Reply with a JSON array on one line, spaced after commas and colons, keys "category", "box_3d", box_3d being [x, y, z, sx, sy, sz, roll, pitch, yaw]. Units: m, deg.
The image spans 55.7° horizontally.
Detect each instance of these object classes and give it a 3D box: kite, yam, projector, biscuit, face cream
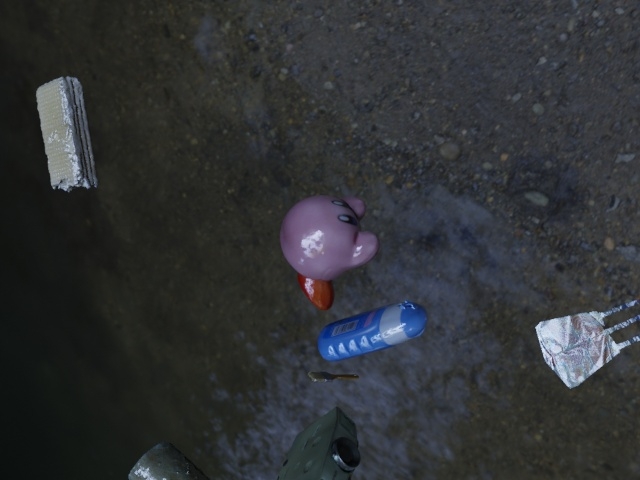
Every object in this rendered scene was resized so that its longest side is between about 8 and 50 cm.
[{"category": "kite", "box_3d": [0.513, 0.172, 1.088, 0.229, 0.016, 0.127, -24, 80, 14]}, {"category": "yam", "box_3d": [-0.158, 0.325, 0.758, 0.169, 0.068, 0.068, 32, 133, 21]}, {"category": "projector", "box_3d": [-0.004, 0.459, 1.189, 0.088, 0.269, 0.193, 42, 119, -8]}, {"category": "biscuit", "box_3d": [-0.542, -0.223, 1.296, 0.108, 0.061, 0.239, -6, 95, 35]}, {"category": "face cream", "box_3d": [0.117, 0.193, 1.311, 0.263, 0.149, 0.083, -24, 98, 41]}]

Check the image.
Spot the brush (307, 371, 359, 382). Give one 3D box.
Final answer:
[{"category": "brush", "box_3d": [0.041, 0.383, 1.700, 0.043, 0.169, 0.014, 39, 114, 51]}]

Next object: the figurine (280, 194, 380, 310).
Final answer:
[{"category": "figurine", "box_3d": [-0.009, 0.003, 1.574, 0.261, 0.211, 0.270, -43, 45, 33]}]
